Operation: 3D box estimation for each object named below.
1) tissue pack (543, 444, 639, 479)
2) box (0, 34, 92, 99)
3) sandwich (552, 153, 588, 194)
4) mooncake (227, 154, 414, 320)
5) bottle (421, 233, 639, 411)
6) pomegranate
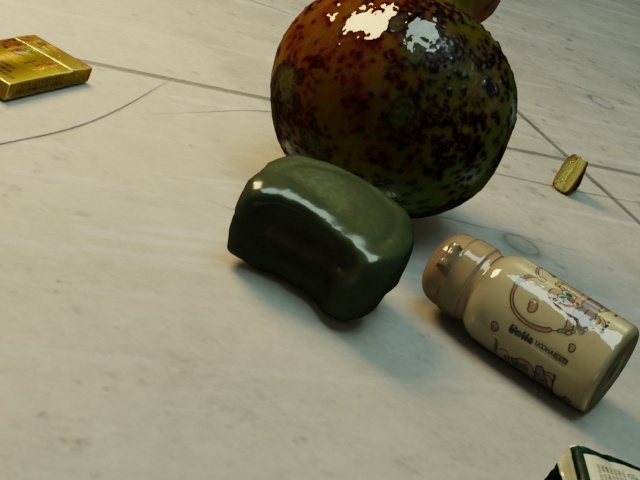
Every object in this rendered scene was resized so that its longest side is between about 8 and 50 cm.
[{"bbox_3d":[0.218,0.237,0.987,0.103,0.090,0.170,21,26,-7],"label":"tissue pack"},{"bbox_3d":[-0.326,-0.190,1.457,0.089,0.022,0.156,32,25,16],"label":"box"},{"bbox_3d":[0.340,-0.084,1.838,0.031,0.083,0.044,38,71,19],"label":"sandwich"},{"bbox_3d":[0.000,0.000,1.265,0.168,0.104,0.175,7,31,-40],"label":"mooncake"},{"bbox_3d":[0.198,0.073,1.310,0.209,0.097,0.110,34,-12,22],"label":"bottle"},{"bbox_3d":[0.104,-0.199,1.481,0.285,0.340,0.285,27,-11,6],"label":"pomegranate"}]
